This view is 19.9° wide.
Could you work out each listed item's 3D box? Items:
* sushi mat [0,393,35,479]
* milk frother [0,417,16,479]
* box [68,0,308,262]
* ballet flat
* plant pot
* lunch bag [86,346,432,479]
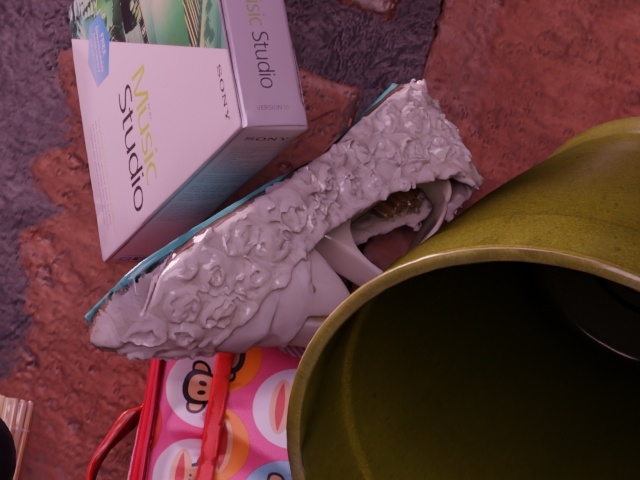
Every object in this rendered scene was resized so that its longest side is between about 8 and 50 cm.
[{"bbox_3d":[-0.326,0.261,1.425,0.151,0.019,0.316,9,74,-1],"label":"sushi mat"},{"bbox_3d":[-0.294,0.206,1.362,0.129,0.135,0.143,-42,77,17],"label":"milk frother"},{"bbox_3d":[-0.112,-0.137,1.398,0.058,0.322,0.232,-3,73,-27],"label":"box"},{"bbox_3d":[0.000,0.000,1.386,0.147,0.147,0.409,44,45,8],"label":"ballet flat"},{"bbox_3d":[0.210,0.086,1.323,0.366,0.366,0.353,32,36,5],"label":"plant pot"},{"bbox_3d":[-0.052,0.190,1.420,0.258,0.120,0.293,8,71,1],"label":"lunch bag"}]
